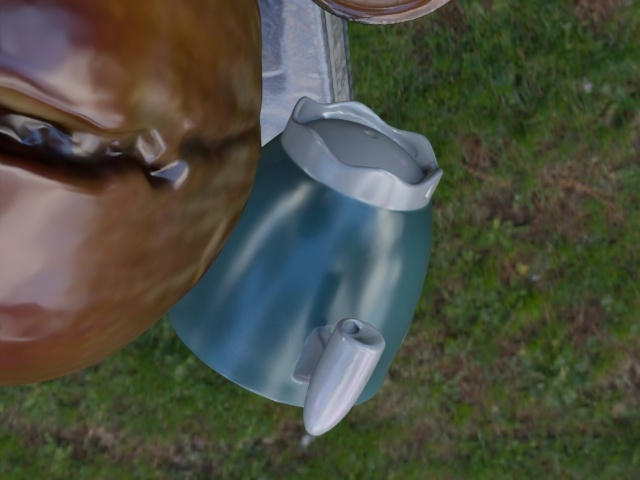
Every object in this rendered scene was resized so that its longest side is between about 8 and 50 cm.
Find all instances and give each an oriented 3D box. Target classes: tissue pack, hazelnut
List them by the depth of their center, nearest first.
[{"bbox_3d":[-0.111,-0.050,0.451,0.181,0.181,0.212,17,91,-1],"label":"hazelnut"},{"bbox_3d":[-0.108,-0.260,1.693,0.288,0.124,0.394,7,138,13],"label":"tissue pack"}]

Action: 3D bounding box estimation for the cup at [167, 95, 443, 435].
[{"bbox_3d":[0.000,0.000,0.865,0.167,0.300,0.173,15,117,-17],"label":"cup"}]

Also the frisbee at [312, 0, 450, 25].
[{"bbox_3d":[0.069,-0.355,1.350,0.250,0.021,0.251,-1,86,17],"label":"frisbee"}]
